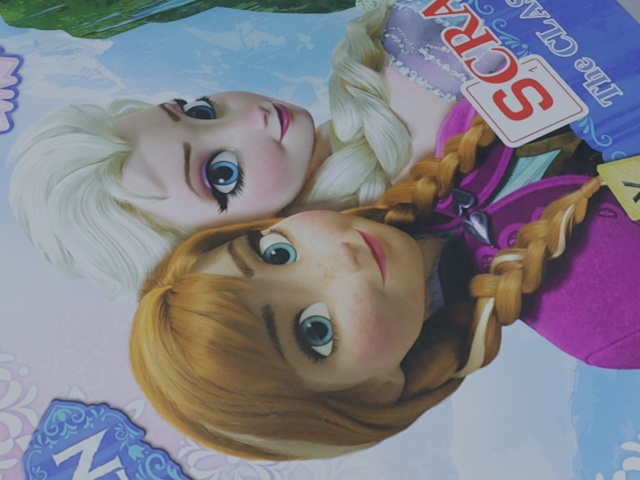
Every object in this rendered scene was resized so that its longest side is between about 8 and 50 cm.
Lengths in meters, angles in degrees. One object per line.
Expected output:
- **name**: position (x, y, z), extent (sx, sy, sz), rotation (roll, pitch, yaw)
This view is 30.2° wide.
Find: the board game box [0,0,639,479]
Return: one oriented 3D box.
- **board game box**: position (0.000, 0.000, 0.455), extent (0.319, 0.318, 0.066), rotation (55, -19, 28)
